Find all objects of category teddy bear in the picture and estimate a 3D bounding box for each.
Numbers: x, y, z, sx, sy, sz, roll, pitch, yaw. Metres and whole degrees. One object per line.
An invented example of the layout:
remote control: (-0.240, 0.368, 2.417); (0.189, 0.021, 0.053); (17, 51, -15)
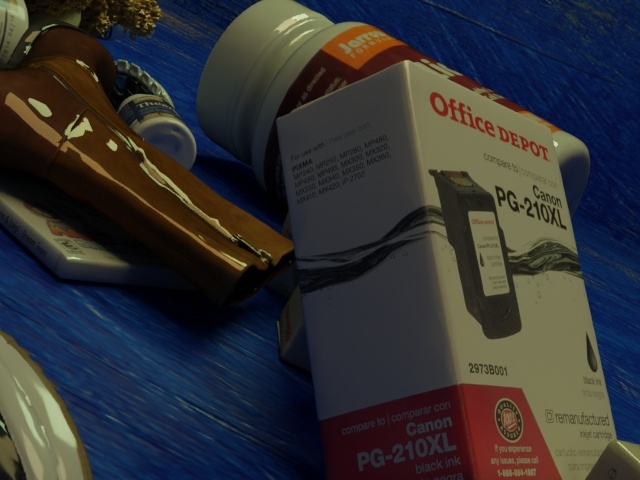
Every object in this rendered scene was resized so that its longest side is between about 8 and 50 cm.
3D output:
teddy bear: (-0.329, -0.288, 1.312); (0.245, 0.113, 0.338); (15, 1, -30)

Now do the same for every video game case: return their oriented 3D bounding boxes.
video game case: (-0.166, -0.009, 0.780); (0.143, 0.019, 0.157); (36, 15, 33)

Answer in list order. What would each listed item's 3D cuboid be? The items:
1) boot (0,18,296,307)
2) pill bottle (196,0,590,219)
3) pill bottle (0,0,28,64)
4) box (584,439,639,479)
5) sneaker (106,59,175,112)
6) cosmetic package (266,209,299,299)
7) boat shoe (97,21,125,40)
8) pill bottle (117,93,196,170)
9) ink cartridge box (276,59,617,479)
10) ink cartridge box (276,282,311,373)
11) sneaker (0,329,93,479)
boot: (-0.133, -0.068, 0.829); (0.280, 0.096, 0.264); (29, 11, 5)
pill bottle: (0.069, -0.099, 1.167); (0.392, 0.224, 0.224); (34, 14, 24)
pill bottle: (-0.351, -0.188, 0.894); (0.186, 0.112, 0.112); (15, 18, -46)
box: (0.231, 0.226, 0.439); (0.148, 0.121, 0.311); (20, 15, -33)
sneaker: (-0.229, -0.171, 1.195); (0.190, 0.071, 0.083); (32, 7, 17)
cosmetic package: (0.000, 0.000, 0.868); (0.060, 0.115, 0.041); (29, 41, 12)
boat shoe: (-0.400, -0.368, 1.557); (0.301, 0.108, 0.102); (38, 48, 26)
pill bottle: (-0.166, -0.104, 1.054); (0.067, 0.067, 0.120); (21, 14, -27)
ink cartridge box: (0.077, 0.035, 0.633); (0.172, 0.100, 0.237); (13, 63, -49)
ink cartridge box: (0.020, 0.032, 0.778); (0.052, 0.122, 0.088); (29, 12, -11)
sneaker: (-0.205, 0.037, 0.319); (0.282, 0.099, 0.153); (27, 5, 31)
